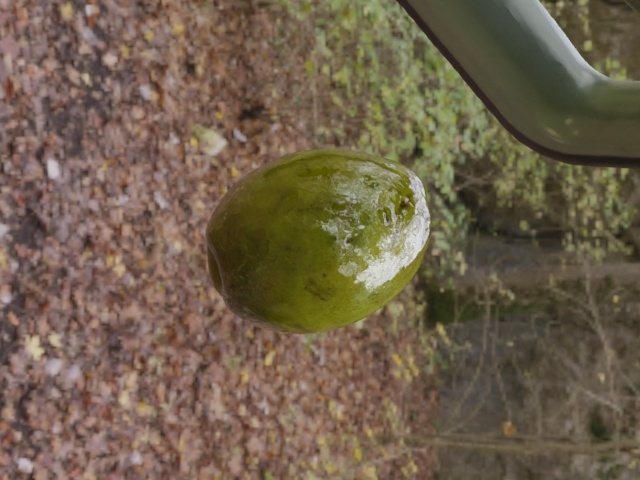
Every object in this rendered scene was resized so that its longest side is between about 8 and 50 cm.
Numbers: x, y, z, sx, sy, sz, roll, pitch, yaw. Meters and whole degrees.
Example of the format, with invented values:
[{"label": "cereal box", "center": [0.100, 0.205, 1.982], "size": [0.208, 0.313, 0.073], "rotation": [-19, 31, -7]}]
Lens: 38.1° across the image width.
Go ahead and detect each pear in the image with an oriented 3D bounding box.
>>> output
[{"label": "pear", "center": [0.000, 0.000, 1.243], "size": [0.253, 0.307, 0.253], "rotation": [171, -90, -75]}]

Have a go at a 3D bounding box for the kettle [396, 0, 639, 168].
[{"label": "kettle", "center": [0.159, -0.144, 0.317], "size": [0.250, 0.377, 0.361], "rotation": [-45, 175, -26]}]
